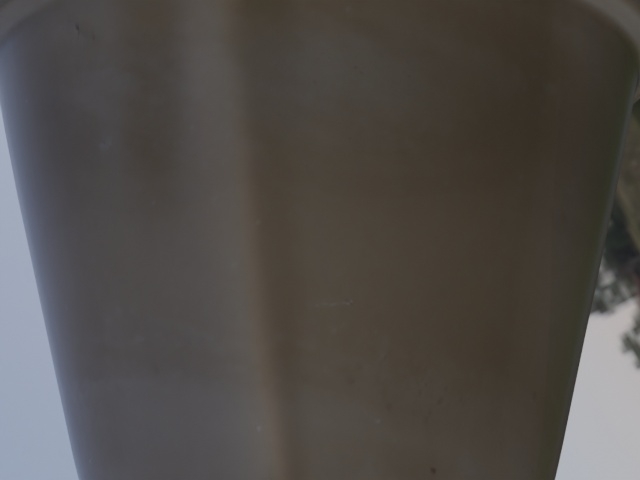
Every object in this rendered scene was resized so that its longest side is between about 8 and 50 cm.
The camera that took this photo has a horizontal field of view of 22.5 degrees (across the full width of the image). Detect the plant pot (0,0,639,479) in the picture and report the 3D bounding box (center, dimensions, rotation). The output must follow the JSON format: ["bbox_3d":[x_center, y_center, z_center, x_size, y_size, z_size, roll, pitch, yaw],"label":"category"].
[{"bbox_3d":[0.000,0.000,0.722,0.323,0.323,0.280,29,-123,-61],"label":"plant pot"}]
